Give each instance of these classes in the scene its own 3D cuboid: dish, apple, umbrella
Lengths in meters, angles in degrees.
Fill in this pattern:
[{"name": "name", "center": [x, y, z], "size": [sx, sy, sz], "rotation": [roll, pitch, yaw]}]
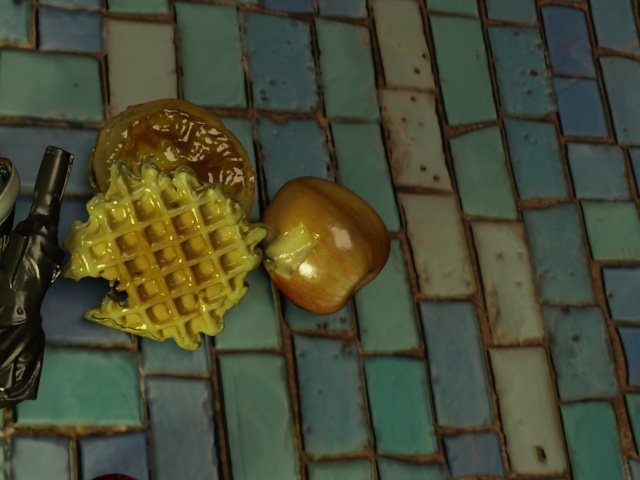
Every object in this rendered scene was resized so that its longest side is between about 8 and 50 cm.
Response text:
[{"name": "dish", "center": [-0.434, -0.032, 1.774], "size": [0.078, 0.141, 0.141], "rotation": [53, 53, -34]}, {"name": "apple", "center": [0.000, 0.000, 1.926], "size": [0.199, 0.199, 0.199], "rotation": [9, 66, -22]}, {"name": "umbrella", "center": [-0.376, 0.046, 1.719], "size": [0.118, 0.118, 0.340], "rotation": [17, 85, -18]}]

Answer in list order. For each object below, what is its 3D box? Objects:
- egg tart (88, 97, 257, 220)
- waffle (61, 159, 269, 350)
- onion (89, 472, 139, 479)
[{"name": "egg tart", "center": [-0.210, -0.082, 1.895], "size": [0.241, 0.106, 0.241], "rotation": [10, 63, -21]}, {"name": "waffle", "center": [-0.208, 0.019, 1.798], "size": [0.261, 0.056, 0.250], "rotation": [21, 107, -19]}, {"name": "onion", "center": [-0.257, 0.354, 1.678], "size": [0.150, 0.140, 0.150], "rotation": [3, 63, -6]}]
